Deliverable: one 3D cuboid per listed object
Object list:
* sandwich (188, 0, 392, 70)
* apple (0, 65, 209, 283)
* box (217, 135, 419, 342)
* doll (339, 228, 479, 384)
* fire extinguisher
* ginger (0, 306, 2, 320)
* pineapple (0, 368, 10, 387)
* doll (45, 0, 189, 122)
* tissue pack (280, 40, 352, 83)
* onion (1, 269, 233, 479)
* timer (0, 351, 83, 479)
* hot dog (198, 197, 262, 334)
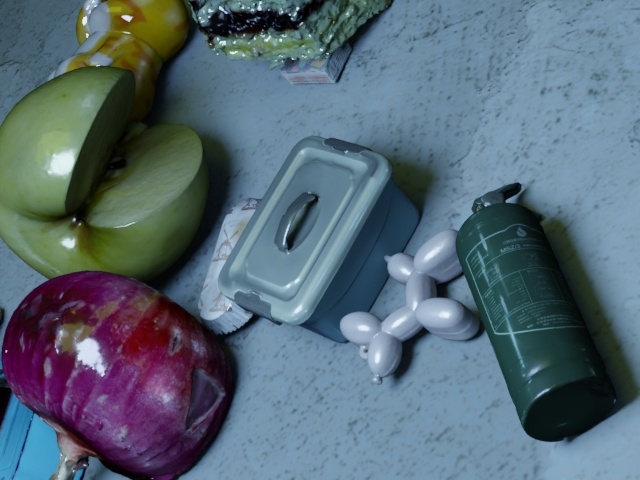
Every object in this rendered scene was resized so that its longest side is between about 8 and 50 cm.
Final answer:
[{"bbox_3d":[-0.060,-0.366,1.832,0.262,0.131,0.325,-24,43,-2],"label":"sandwich"},{"bbox_3d":[-0.286,-0.082,1.767,0.292,0.292,0.254,-23,29,27],"label":"apple"},{"bbox_3d":[0.000,0.000,1.573,0.162,0.130,0.227,19,77,46],"label":"box"},{"bbox_3d":[0.095,0.076,1.488,0.160,0.059,0.161,-20,51,30],"label":"doll"},{"bbox_3d":[0.209,0.052,1.385,0.114,0.095,0.311,-4,46,-15],"label":"fire extinguisher"},{"bbox_3d":[-0.515,0.180,1.939,0.214,0.058,0.133,-77,13,-46],"label":"ginger"},{"bbox_3d":[-0.521,0.246,1.792,0.277,0.130,0.119,-51,42,20],"label":"pineapple"},{"bbox_3d":[-0.296,-0.272,2.003,0.166,0.162,0.270,-2,64,63],"label":"doll"},{"bbox_3d":[-0.005,-0.241,1.817,0.083,0.035,0.063,5,61,44],"label":"tissue pack"},{"bbox_3d":[-0.253,0.150,1.618,0.256,0.230,0.272,-14,46,33],"label":"onion"},{"bbox_3d":[-0.402,0.253,1.806,0.250,0.091,0.232,-19,51,47],"label":"timer"},{"bbox_3d":[-0.099,0.028,1.698,0.099,0.053,0.192,-11,52,34],"label":"hot dog"}]
